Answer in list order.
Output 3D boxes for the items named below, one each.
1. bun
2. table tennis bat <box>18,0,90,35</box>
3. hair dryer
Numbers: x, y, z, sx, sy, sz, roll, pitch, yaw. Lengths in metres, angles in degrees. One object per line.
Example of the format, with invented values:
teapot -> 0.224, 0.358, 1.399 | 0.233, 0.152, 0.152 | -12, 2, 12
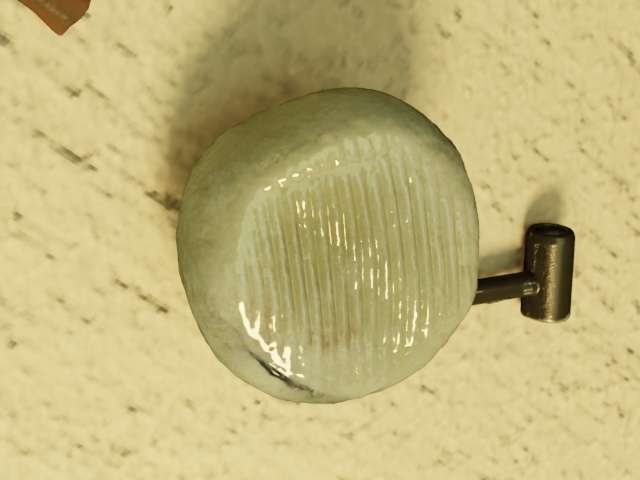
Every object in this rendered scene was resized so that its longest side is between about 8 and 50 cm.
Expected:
bun -> 0.000, 0.000, 0.823 | 0.141, 0.083, 0.140 | -8, 109, -24
table tennis bat -> -0.126, -0.088, 0.658 | 0.107, 0.119, 0.170 | -39, 141, 15
hair dryer -> 0.089, 0.020, 0.935 | 0.083, 0.026, 0.047 | -9, 110, -26
